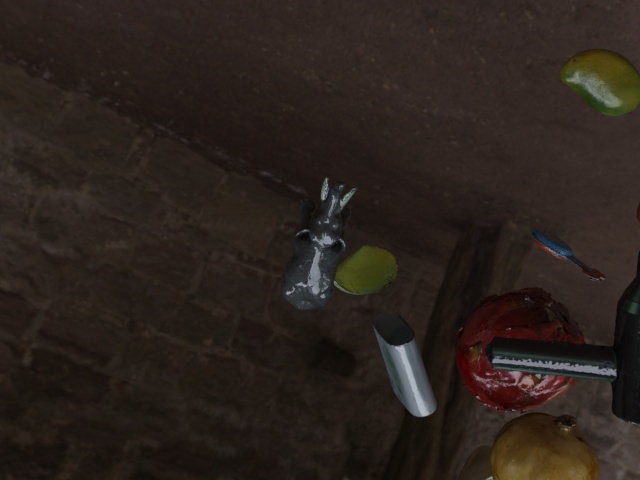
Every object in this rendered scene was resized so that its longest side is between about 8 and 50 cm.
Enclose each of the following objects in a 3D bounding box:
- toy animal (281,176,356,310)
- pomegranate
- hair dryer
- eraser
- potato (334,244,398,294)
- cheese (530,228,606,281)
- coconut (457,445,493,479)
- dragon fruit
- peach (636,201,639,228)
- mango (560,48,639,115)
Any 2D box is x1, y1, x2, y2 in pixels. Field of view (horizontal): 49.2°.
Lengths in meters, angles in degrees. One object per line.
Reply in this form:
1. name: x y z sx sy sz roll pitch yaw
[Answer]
1. toy animal: 0.001 -0.008 1.025 0.082 0.137 0.269 14 126 -5
2. pomegranate: 0.395 0.386 1.222 0.196 0.196 0.196 21 170 4
3. hair dryer: 0.402 0.138 1.055 0.302 0.244 0.116 1 -171 19
4. eraser: 0.211 0.308 1.755 0.174 0.081 0.227 -128 18 -64
5. potato: 0.102 0.079 1.739 0.198 0.119 0.054 -25 -178 -32
6. cheese: 0.678 0.037 1.933 0.106 0.037 0.256 0 -146 -40
7. coconut: 0.399 0.553 1.490 0.244 0.239 0.239 8 174 -16
8. dragon fruit: 0.485 0.265 1.698 0.296 0.301 0.295 33 -152 -20
9. peach: 0.923 -0.043 1.596 0.406 0.335 0.310 47 158 28
10. mango: 0.630 -0.355 1.542 0.191 0.122 0.085 35 -164 -16
